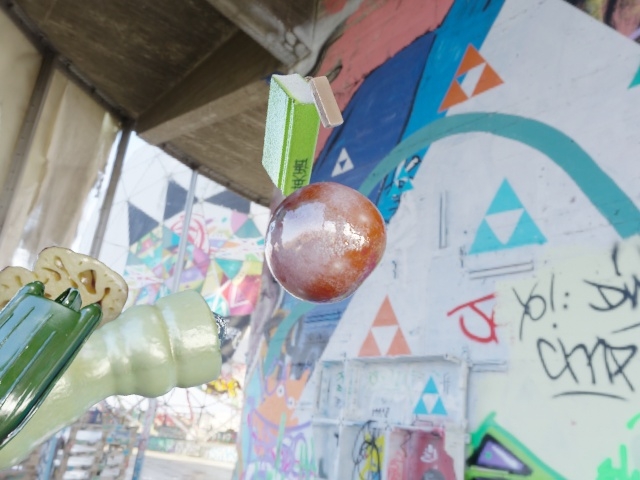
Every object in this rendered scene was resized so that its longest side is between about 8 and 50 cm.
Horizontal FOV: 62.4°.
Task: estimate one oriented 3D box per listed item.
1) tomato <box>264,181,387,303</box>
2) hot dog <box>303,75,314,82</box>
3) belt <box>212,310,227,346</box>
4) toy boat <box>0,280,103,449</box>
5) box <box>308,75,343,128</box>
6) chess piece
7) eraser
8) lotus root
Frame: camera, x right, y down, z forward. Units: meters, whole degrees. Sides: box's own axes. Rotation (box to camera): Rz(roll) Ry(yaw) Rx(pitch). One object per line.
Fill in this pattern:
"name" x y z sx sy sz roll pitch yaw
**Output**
"tomato" 0.000 0.000 1.134 0.227 0.270 0.270 32 -30 -32
"hot dog" -0.050 -0.459 1.554 0.083 0.058 0.035 -9 -68 28
"belt" -0.321 0.218 1.214 0.218 0.122 0.128 2 -13 -39
"toy boat" -0.318 0.129 0.546 0.104 0.210 0.052 21 -37 3
"box" 0.011 -0.311 1.191 0.048 0.115 0.025 -23 3 -37
"chess piece" -0.402 0.223 0.909 0.442 0.233 0.234 -12 -8 -31
"eraser" -0.080 -0.287 1.437 0.092 0.210 0.274 -5 -53 -25
"lotus root" -0.634 0.168 1.219 0.316 0.316 0.250 20 -38 -35
